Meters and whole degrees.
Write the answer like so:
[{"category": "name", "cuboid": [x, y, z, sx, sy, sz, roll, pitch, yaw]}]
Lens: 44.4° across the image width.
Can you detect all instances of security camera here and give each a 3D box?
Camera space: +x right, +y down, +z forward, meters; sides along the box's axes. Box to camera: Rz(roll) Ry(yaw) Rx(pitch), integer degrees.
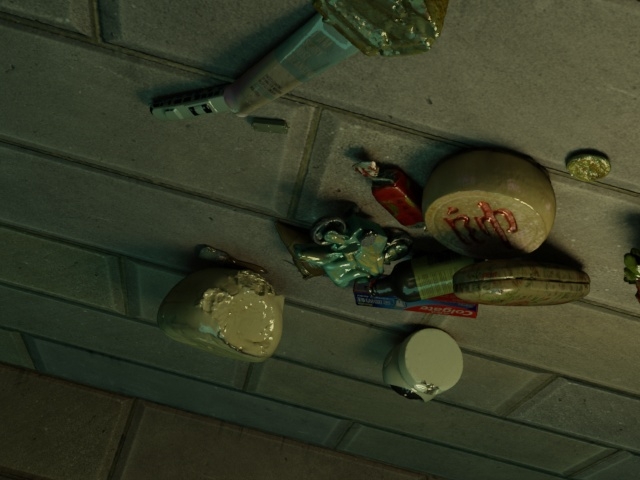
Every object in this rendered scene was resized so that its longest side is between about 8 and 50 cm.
[{"category": "security camera", "cuboid": [0.285, 0.371, 2.290, 0.194, 0.194, 0.236, 21, 154, -12]}]

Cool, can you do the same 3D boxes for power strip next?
[{"category": "power strip", "cuboid": [-0.101, -0.234, 1.608, 0.083, 0.017, 0.027, 7, 150, 13]}]

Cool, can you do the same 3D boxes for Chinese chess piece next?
[{"category": "Chinese chess piece", "cuboid": [0.342, -0.071, 1.606, 0.270, 0.112, 0.270, 11, 149, 7]}]

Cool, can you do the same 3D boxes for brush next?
[{"category": "brush", "cuboid": [-0.236, 0.058, 2.147, 0.196, 0.021, 0.070, 17, 149, -9]}]

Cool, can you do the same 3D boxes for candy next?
[{"category": "candy", "cuboid": [0.176, -0.090, 1.691, 0.086, 0.059, 0.292, -17, 138, 36]}]

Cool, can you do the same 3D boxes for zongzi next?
[{"category": "zongzi", "cuboid": [0.000, 0.000, 1.919, 0.189, 0.081, 0.178, -17, 118, 26]}]

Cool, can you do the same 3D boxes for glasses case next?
[{"category": "glasses case", "cuboid": [0.443, 0.094, 1.703, 0.156, 0.098, 0.425, -8, 171, 41]}]

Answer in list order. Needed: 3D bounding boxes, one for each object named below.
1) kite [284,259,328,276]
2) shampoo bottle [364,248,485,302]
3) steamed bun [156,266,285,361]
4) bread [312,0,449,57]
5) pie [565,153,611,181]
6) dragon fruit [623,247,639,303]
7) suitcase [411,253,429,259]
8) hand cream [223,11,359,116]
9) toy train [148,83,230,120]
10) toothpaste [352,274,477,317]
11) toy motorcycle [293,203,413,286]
[{"category": "kite", "cuboid": [0.005, 0.068, 2.067, 0.160, 0.010, 0.183, 33, 145, -26]}, {"category": "shampoo bottle", "cuboid": [0.245, 0.085, 1.831, 0.284, 0.101, 0.101, -15, 143, 9]}, {"category": "steamed bun", "cuboid": [-0.273, 0.189, 2.164, 0.312, 0.233, 0.334, 3, 157, 39]}, {"category": "bread", "cuboid": [0.073, -0.386, 1.183, 0.257, 0.124, 0.186, 31, 146, -24]}, {"category": "pie", "cuboid": [0.513, -0.142, 1.504, 0.084, 0.021, 0.084, 14, 152, 8]}, {"category": "dragon fruit", "cuboid": [0.723, 0.077, 1.646, 0.269, 0.198, 0.200, 22, 174, -11]}, {"category": "suitcase", "cuboid": [0.268, 0.085, 1.944, 0.086, 0.059, 0.126, 3, 146, 17]}, {"category": "hand cream", "cuboid": [-0.050, -0.314, 1.412, 0.111, 0.070, 0.312, 37, 139, -29]}, {"category": "toy train", "cuboid": [-0.261, -0.273, 1.583, 0.207, 0.047, 0.043, -5, 143, 27]}, {"category": "toothpaste", "cuboid": [0.248, 0.142, 2.039, 0.320, 0.066, 0.076, 6, 149, 15]}, {"category": "toy motorcycle", "cuboid": [0.069, 0.024, 1.815, 0.296, 0.109, 0.198, 19, 121, -41]}]
